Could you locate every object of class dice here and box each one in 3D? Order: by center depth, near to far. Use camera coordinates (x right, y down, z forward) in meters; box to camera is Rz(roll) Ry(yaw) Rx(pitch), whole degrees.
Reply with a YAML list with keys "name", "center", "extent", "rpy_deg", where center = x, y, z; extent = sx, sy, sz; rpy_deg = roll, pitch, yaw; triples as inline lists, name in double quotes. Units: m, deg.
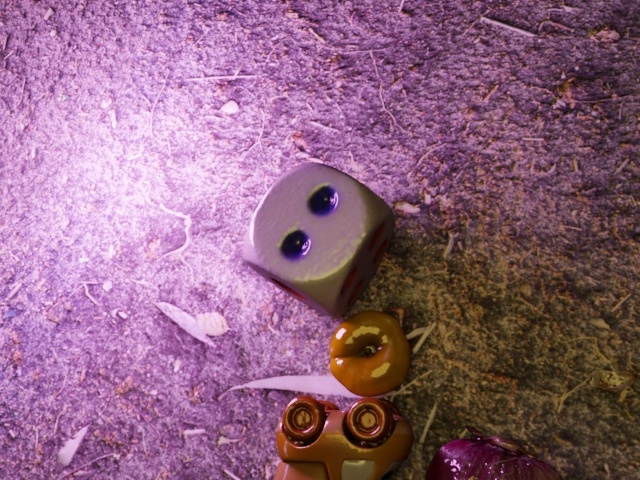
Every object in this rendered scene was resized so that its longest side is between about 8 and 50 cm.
- name: "dice"
  center: [0.000, 0.000, 1.452]
  extent: [0.243, 0.259, 0.251]
  rpy_deg: [28, 80, 19]

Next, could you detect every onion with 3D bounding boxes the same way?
- name: "onion"
  center: [0.300, 0.530, 1.231]
  extent: [0.267, 0.159, 0.348]
  rpy_deg: [16, 82, 10]

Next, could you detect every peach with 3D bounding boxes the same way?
- name: "peach"
  center: [0.100, 0.234, 1.428]
  extent: [0.179, 0.103, 0.179]
  rpy_deg: [-5, 71, 16]

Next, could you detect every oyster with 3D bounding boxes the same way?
- name: "oyster"
  center: [0.569, 0.272, 1.329]
  extent: [0.093, 0.034, 0.051]
  rpy_deg: [2, 56, 27]

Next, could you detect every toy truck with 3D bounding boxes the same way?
- name: "toy truck"
  center: [0.034, 0.408, 1.333]
  extent: [0.288, 0.204, 0.211]
  rpy_deg: [-1, 75, 14]
